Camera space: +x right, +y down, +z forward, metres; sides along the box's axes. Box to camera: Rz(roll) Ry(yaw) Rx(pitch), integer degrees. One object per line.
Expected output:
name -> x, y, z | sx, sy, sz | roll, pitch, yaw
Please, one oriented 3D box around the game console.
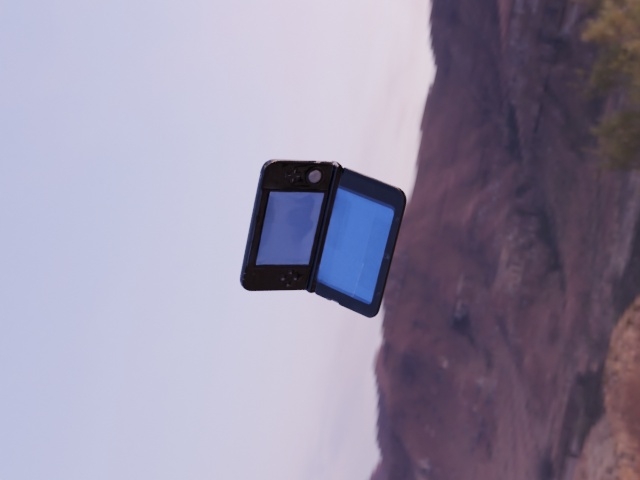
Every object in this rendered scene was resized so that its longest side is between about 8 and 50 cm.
game console -> 0.000, 0.000, 0.949 | 0.071, 0.107, 0.122 | 44, 127, 53
